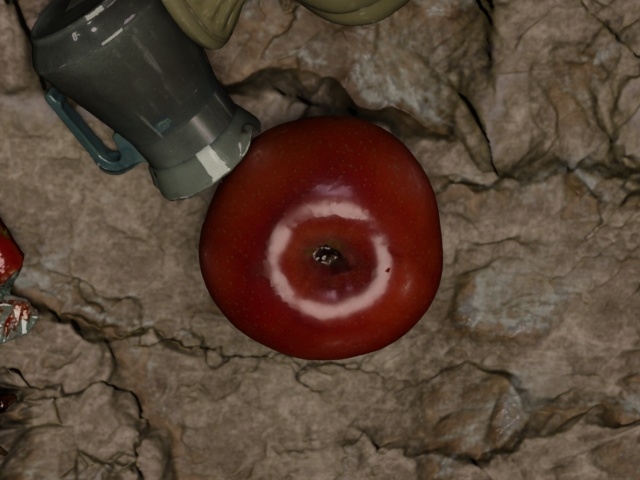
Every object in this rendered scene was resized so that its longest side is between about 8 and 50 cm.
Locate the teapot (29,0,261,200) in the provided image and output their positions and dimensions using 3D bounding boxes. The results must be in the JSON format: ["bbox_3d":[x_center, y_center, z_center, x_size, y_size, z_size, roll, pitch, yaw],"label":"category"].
[{"bbox_3d":[-0.188,-0.159,1.839,0.203,0.171,0.225,-21,119,32],"label":"teapot"}]

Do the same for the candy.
[{"bbox_3d":[-0.384,-0.019,1.892,0.086,0.059,0.292,-31,109,0],"label":"candy"}]

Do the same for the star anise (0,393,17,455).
[{"bbox_3d":[-0.411,0.189,1.952,0.168,0.057,0.168,-4,116,-9],"label":"star anise"}]

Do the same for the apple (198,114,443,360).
[{"bbox_3d":[0.000,0.000,1.874,0.260,0.216,0.260,-1,104,-5],"label":"apple"}]

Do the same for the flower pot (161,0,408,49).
[{"bbox_3d":[-0.049,-0.332,1.741,0.244,0.307,0.307,-24,108,14],"label":"flower pot"}]
